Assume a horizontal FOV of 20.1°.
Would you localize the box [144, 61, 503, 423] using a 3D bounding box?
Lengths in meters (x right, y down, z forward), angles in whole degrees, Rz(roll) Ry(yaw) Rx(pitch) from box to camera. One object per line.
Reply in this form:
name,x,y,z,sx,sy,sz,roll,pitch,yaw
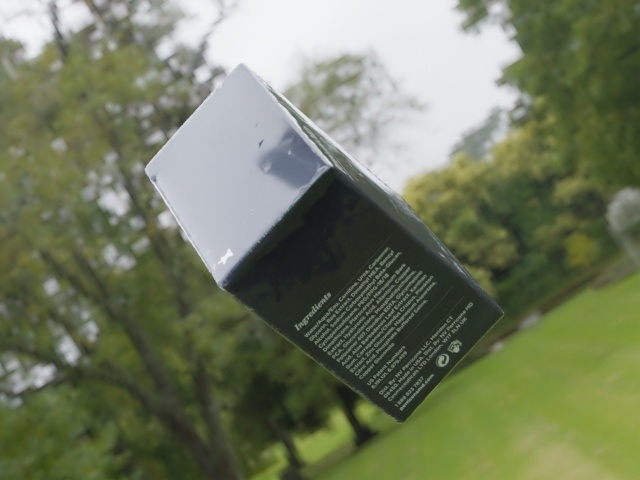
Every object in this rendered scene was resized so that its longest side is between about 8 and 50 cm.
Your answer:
box,0.000,0.000,1.041,0.093,0.158,0.156,-48,34,6
